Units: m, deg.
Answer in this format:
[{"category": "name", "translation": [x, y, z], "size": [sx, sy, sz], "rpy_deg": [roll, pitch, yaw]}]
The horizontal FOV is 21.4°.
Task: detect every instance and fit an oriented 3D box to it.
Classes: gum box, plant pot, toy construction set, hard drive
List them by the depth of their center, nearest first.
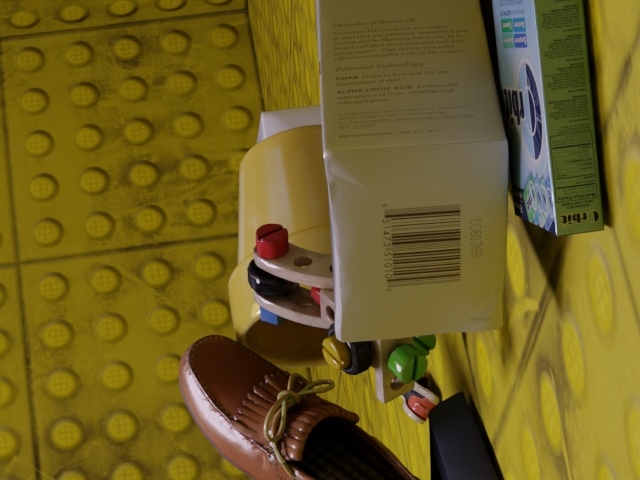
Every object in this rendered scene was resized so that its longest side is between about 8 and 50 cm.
[{"category": "gum box", "translation": [0.176, -0.104, 1.326], "size": [0.157, 0.041, 0.184], "rpy_deg": [-131, 35, -82]}, {"category": "toy construction set", "translation": [0.091, 0.019, 1.762], "size": [0.237, 0.257, 0.309], "rpy_deg": [47, 125, 49]}, {"category": "hard drive", "translation": [0.167, 0.306, 1.889], "size": [0.255, 0.054, 0.172], "rpy_deg": [-106, 10, -56]}, {"category": "plant pot", "translation": [0.000, 0.000, 2.087], "size": [0.254, 0.254, 0.239], "rpy_deg": [94, 164, -63]}]

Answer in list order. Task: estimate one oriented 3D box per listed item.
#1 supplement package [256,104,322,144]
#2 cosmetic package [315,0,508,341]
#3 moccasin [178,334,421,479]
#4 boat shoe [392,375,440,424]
[{"category": "supplement package", "translation": [0.007, -0.071, 2.361], "size": [0.293, 0.177, 0.175], "rpy_deg": [113, 150, -78]}, {"category": "cosmetic package", "translation": [0.075, -0.116, 1.546], "size": [0.385, 0.156, 0.217], "rpy_deg": [-95, 1, -52]}, {"category": "moccasin", "translation": [-0.012, 0.232, 1.931], "size": [0.380, 0.139, 0.147], "rpy_deg": [44, 141, 25]}, {"category": "boat shoe", "translation": [0.127, 0.197, 2.216], "size": [0.043, 0.049, 0.137], "rpy_deg": [-53, 13, 9]}]
